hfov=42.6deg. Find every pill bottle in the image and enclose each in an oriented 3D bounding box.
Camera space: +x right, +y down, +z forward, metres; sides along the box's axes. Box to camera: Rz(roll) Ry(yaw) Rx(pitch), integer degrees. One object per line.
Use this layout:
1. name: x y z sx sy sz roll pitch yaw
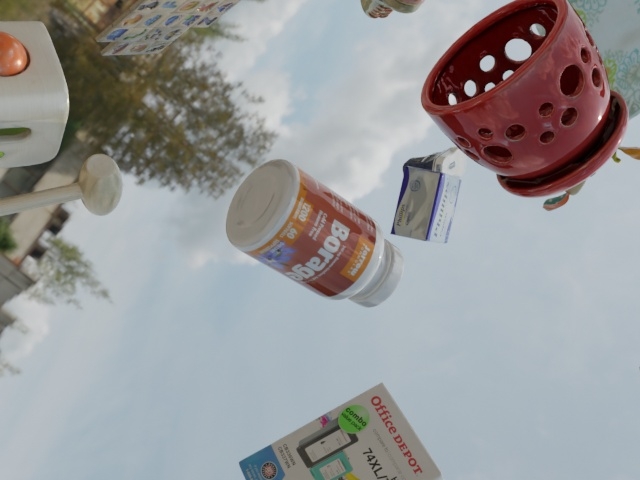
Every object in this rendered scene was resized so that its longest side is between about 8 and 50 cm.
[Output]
1. pill bottle: 0.000 0.000 1.014 0.121 0.216 0.121 -32 -138 34

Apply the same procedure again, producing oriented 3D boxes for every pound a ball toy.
1. pound a ball toy: -0.366 -0.121 0.804 0.208 0.319 0.135 64 -35 24

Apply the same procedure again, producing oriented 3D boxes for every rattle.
1. rattle: 0.536 -0.111 1.582 0.199 0.143 0.130 -60 -169 -12

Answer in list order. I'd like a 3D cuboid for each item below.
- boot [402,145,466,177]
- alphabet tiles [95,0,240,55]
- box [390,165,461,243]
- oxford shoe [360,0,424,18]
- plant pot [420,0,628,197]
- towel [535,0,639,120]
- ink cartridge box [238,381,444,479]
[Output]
1. boot: 0.238 -0.159 1.690 0.086 0.069 0.190 4 -169 26
2. alphabet tiles: -0.201 -0.326 1.170 0.237 0.009 0.198 -26 178 35
3. box: 0.193 -0.062 1.488 0.072 0.137 0.126 14 -86 24
4. oxford shoe: 0.179 -0.618 2.074 0.397 0.140 0.146 -99 -157 -60
5. plant pot: 0.236 -0.154 0.935 0.191 0.174 0.191 -33 -154 19
6. towel: 0.646 -0.431 1.647 0.374 0.320 0.090 -30 -161 9
7. ink cartridge box: 0.048 0.408 1.328 0.270 0.197 0.198 -28 -132 -8
